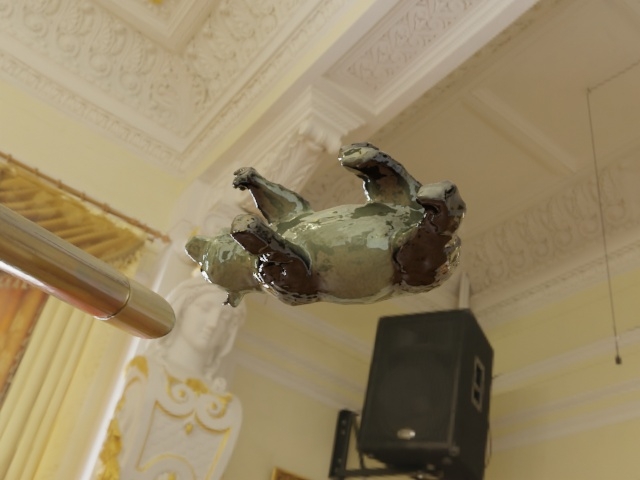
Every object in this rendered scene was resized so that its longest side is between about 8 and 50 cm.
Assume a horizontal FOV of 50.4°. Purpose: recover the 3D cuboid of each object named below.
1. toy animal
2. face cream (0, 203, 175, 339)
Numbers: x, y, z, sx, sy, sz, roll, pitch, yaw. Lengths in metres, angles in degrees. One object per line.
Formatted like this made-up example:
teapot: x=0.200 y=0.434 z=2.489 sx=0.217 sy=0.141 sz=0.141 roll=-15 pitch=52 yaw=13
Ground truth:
toy animal: x=0.000 y=0.000 z=0.541 sx=0.225 sy=0.093 sz=0.121 roll=-10 pitch=-48 yaw=6
face cream: x=-0.318 y=0.035 z=0.829 sx=0.285 sy=0.067 sz=0.139 roll=36 pitch=-17 yaw=-34
